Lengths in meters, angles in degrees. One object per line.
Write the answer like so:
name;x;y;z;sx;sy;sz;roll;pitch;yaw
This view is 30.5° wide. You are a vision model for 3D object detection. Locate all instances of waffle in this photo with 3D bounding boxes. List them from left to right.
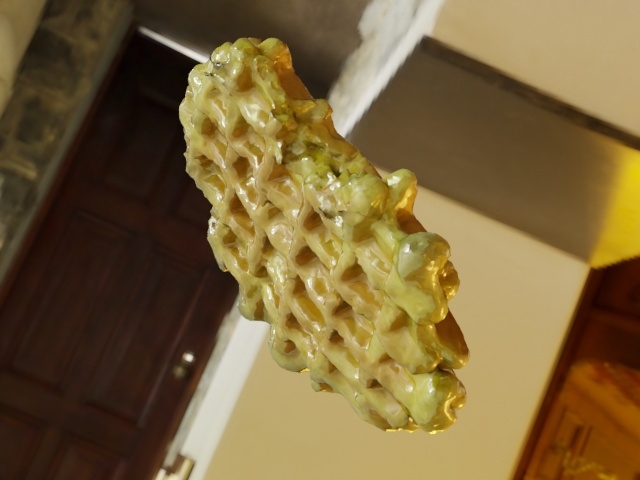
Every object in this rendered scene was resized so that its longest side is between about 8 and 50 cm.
waffle;-0.006;-0.004;0.789;0.301;0.058;0.281;37;147;45
